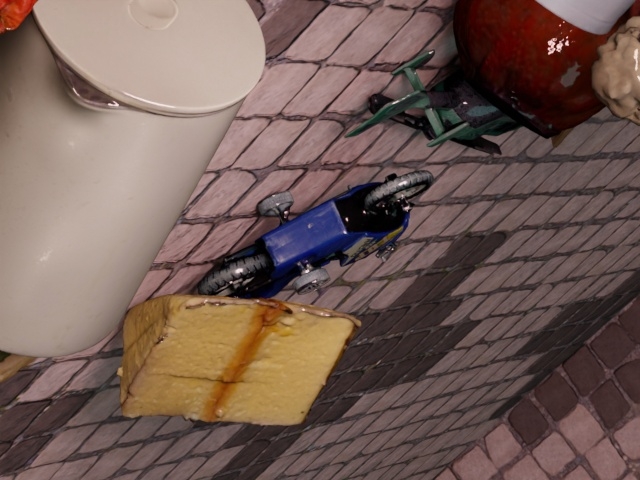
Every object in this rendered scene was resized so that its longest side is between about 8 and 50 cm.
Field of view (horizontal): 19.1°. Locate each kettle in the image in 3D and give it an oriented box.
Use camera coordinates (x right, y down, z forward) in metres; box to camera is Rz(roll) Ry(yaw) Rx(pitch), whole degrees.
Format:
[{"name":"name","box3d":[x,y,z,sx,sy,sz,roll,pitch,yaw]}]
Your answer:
[{"name":"kettle","box3d":[-0.174,-0.085,1.547,0.265,0.205,0.318,-16,151,-40]}]

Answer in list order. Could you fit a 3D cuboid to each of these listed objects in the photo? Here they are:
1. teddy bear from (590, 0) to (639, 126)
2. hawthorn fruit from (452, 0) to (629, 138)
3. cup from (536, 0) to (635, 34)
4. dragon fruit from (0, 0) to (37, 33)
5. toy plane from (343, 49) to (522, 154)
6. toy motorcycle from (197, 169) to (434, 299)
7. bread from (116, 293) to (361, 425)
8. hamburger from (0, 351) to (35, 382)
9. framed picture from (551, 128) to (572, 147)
[{"name":"teddy bear","box3d":[0.341,-0.242,1.795,0.224,0.368,0.357,-24,155,13]},{"name":"hawthorn fruit","box3d":[0.258,-0.225,1.969,0.249,0.215,0.215,-31,161,-11]},{"name":"cup","box3d":[0.218,-0.382,1.504,0.331,0.257,0.311,34,114,-26]},{"name":"dragon fruit","box3d":[-0.255,-0.187,1.344,0.162,0.083,0.106,-41,159,23]},{"name":"toy plane","box3d":[0.164,-0.154,2.145,0.155,0.106,0.381,-31,170,25]},{"name":"toy motorcycle","box3d":[0.000,0.000,2.192,0.315,0.113,0.169,-27,169,14]},{"name":"bread","box3d":[-0.089,0.133,2.132,0.240,0.135,0.178,7,168,-23]},{"name":"hamburger","box3d":[-0.294,0.052,1.761,0.135,0.155,0.207,-44,168,35]},{"name":"framed picture","box3d":[0.313,-0.220,2.202,0.010,0.136,0.201,13,137,-22]}]
